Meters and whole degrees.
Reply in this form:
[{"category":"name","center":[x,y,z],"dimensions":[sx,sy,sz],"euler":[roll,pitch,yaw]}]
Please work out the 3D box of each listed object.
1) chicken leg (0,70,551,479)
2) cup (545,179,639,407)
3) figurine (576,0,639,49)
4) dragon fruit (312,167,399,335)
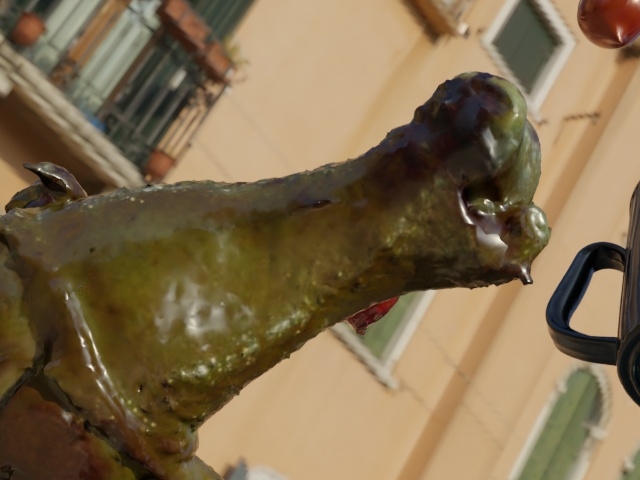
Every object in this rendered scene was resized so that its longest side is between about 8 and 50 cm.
[{"category":"chicken leg","center":[-0.066,0.054,0.651],"dimensions":[0.361,0.211,0.140],"euler":[-10,-2,15]},{"category":"cup","center":[0.223,0.037,0.810],"dimensions":[0.113,0.138,0.150],"euler":[39,-47,-18]},{"category":"figurine","center":[0.282,-0.229,1.234],"dimensions":[0.068,0.140,0.075],"euler":[36,-25,-20]},{"category":"dragon fruit","center":[0.000,0.000,1.147],"dimensions":[0.111,0.153,0.153],"euler":[10,-12,-28]}]
